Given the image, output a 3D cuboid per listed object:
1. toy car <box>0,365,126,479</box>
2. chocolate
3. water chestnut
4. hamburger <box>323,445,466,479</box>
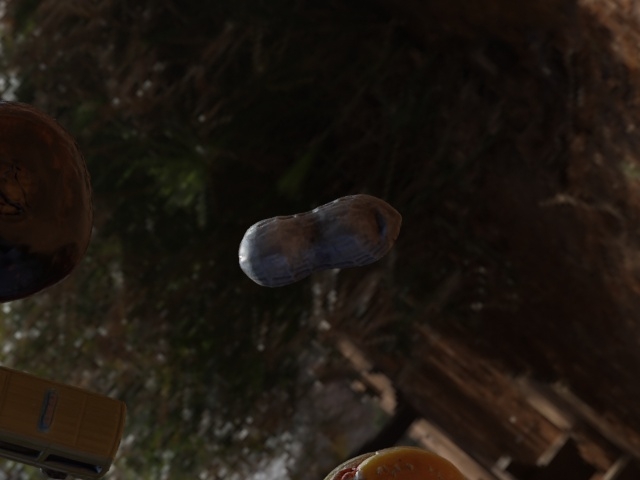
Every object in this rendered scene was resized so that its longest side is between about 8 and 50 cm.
[{"bbox_3d":[-0.361,0.204,1.597,0.257,0.101,0.124,19,154,-18],"label":"toy car"},{"bbox_3d":[0.000,0.000,1.346,0.072,0.167,0.072,163,90,-89],"label":"chocolate"},{"bbox_3d":[-0.526,-0.044,2.121,0.350,0.350,0.302,40,149,3],"label":"water chestnut"},{"bbox_3d":[0.089,0.390,1.596,0.151,0.227,0.295,169,93,-74],"label":"hamburger"}]
